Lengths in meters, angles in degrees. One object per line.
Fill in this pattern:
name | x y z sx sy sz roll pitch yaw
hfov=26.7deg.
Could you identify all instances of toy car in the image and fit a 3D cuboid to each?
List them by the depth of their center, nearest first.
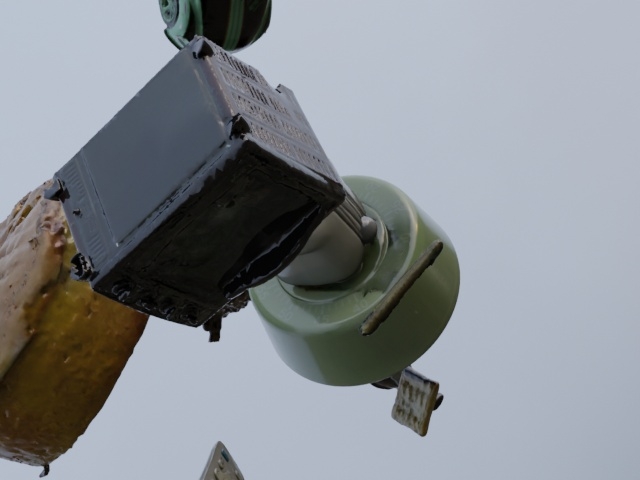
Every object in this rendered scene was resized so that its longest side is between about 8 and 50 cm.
toy car | -0.110 -0.365 1.620 0.136 0.125 0.306 -8 -70 -32

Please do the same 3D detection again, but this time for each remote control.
remote control | -0.135 0.320 1.535 0.044 0.073 0.229 -23 21 22

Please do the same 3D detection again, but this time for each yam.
yam | 0.070 0.041 1.159 0.107 0.014 0.014 -49 -22 -6

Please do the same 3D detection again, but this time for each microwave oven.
microwave oven | -0.128 -0.052 1.389 0.247 0.188 0.178 -40 -40 21

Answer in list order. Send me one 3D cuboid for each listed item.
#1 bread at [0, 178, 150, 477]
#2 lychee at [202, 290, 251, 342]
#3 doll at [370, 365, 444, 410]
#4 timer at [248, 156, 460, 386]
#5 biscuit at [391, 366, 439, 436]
bread | -0.374 0.101 1.797 0.398 0.215 0.398 -48 21 26
lychee | -0.177 0.041 2.111 0.200 0.200 0.238 3 -104 -65
doll | 0.107 0.201 2.084 0.195 0.096 0.070 38 -103 -28
timer | 0.000 0.000 1.784 0.291 0.291 0.315 -51 -40 -11
biscuit | 0.133 0.225 1.892 0.018 0.083 0.081 11 -84 -32
